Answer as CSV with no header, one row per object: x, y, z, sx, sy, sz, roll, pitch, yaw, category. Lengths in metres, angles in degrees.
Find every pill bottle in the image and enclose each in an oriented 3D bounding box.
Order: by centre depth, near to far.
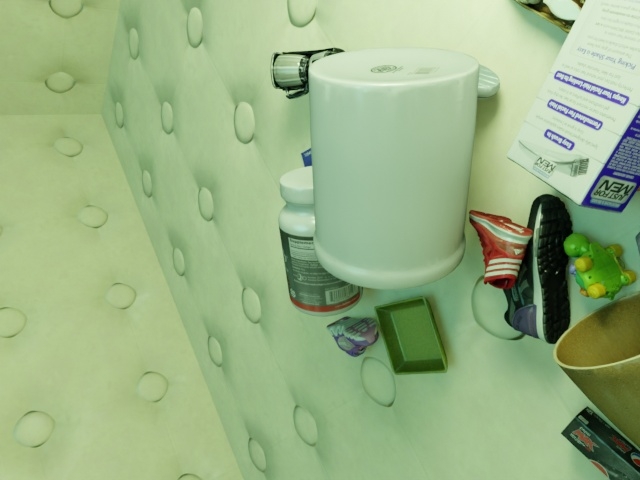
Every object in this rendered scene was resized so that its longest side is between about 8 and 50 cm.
0.000,0.000,1.289,0.210,0.210,0.363,24,129,46,pill bottle

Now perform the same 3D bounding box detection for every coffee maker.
-0.018,-0.462,1.300,0.178,0.171,0.120,10,131,29,coffee maker

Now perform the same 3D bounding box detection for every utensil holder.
0.135,-0.154,0.961,0.327,0.327,0.386,31,136,44,utensil holder

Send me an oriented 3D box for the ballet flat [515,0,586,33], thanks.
0.392,-0.423,0.829,0.232,0.073,0.080,52,135,31,ballet flat

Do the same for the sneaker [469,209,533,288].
0.326,0.017,0.940,0.221,0.086,0.128,-67,-12,-77,sneaker

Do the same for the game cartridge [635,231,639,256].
0.546,-0.078,0.611,0.068,0.230,0.355,26,126,5,game cartridge

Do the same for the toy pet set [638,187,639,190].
0.507,-0.142,0.765,0.114,0.065,0.122,-20,85,52,toy pet set

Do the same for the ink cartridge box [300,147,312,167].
0.016,-0.179,1.401,0.223,0.045,0.224,-18,85,52,ink cartridge box

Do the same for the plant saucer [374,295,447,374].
0.237,0.241,1.234,0.188,0.045,0.189,-24,80,52,plant saucer

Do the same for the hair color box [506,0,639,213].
0.445,-0.234,0.724,0.185,0.110,0.339,-118,43,-52,hair color box

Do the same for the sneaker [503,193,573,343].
0.397,0.051,0.934,0.124,0.107,0.284,14,111,56,sneaker

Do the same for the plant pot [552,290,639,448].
0.533,0.232,0.730,0.255,0.237,0.237,57,140,4,plant pot

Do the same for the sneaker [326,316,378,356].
0.103,0.279,1.371,0.236,0.095,0.105,-15,96,68,sneaker

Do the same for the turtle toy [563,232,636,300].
0.476,0.045,0.848,0.066,0.095,0.130,123,127,-69,turtle toy

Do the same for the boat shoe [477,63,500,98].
0.276,-0.329,1.017,0.226,0.083,0.076,40,156,40,boat shoe

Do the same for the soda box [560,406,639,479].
0.536,0.393,0.886,0.169,0.053,0.060,45,132,36,soda box
